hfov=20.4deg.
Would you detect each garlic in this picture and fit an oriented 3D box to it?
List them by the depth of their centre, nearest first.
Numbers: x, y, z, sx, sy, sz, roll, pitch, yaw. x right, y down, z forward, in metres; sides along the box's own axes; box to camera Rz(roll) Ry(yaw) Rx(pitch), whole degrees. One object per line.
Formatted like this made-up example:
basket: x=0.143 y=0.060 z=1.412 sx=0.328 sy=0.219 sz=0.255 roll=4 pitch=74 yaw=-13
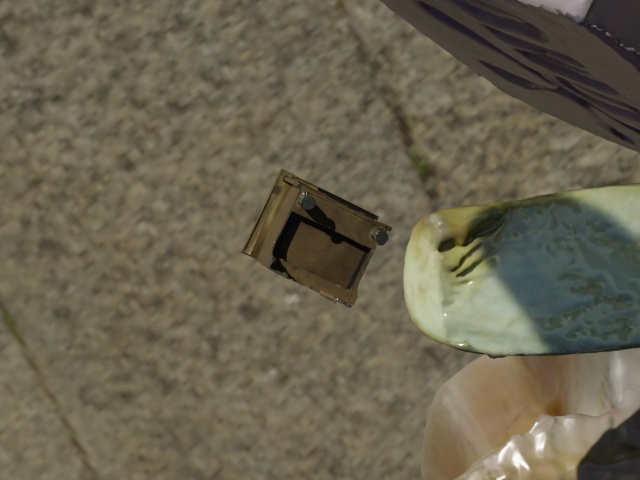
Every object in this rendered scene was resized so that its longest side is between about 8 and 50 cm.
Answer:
garlic: x=0.133 y=0.109 z=0.975 sx=0.132 sy=0.325 sz=0.279 roll=38 pitch=97 yaw=-1

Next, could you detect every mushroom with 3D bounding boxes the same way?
mushroom: x=0.190 y=0.009 z=0.756 sx=0.107 sy=0.333 sz=0.087 roll=-7 pitch=86 yaw=54

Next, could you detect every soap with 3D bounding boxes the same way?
soap: x=0.135 y=-0.138 z=0.948 sx=0.296 sy=0.107 sz=0.285 roll=29 pitch=-179 yaw=-44

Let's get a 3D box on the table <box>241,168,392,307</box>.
table: x=0.000 y=0.000 z=1.290 sx=0.083 sy=0.070 sz=0.082 roll=26 pitch=-179 yaw=-13
